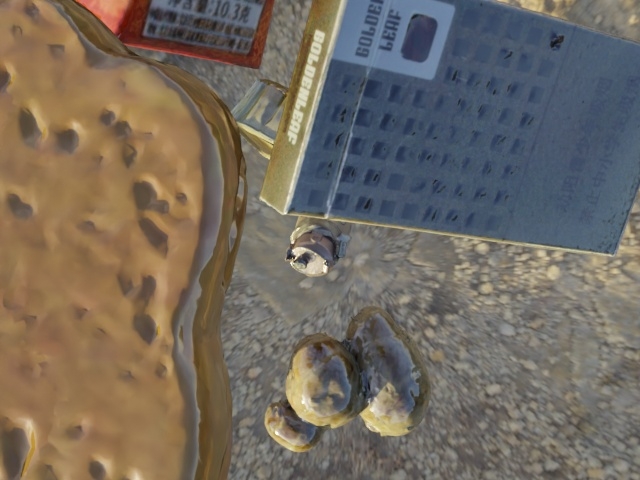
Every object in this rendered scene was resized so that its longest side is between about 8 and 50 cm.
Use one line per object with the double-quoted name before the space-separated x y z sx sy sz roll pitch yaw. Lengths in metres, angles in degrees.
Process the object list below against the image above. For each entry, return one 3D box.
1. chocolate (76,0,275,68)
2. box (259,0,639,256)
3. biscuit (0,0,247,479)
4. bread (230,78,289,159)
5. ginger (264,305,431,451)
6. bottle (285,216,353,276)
"chocolate" -0.183 -0.277 1.047 0.235 0.237 0.108 39 110 24
"box" 0.126 -0.090 0.796 0.325 0.047 0.180 7 108 -30
"biscuit" -0.181 0.061 0.433 0.312 0.057 0.351 -1 84 15
"bread" -0.030 -0.172 1.722 0.192 0.210 0.110 31 85 33
"ginger" 0.044 0.250 1.834 0.304 0.155 0.244 -11 112 -15
"bottle" -0.001 0.001 1.693 0.099 0.152 0.099 7 126 10
